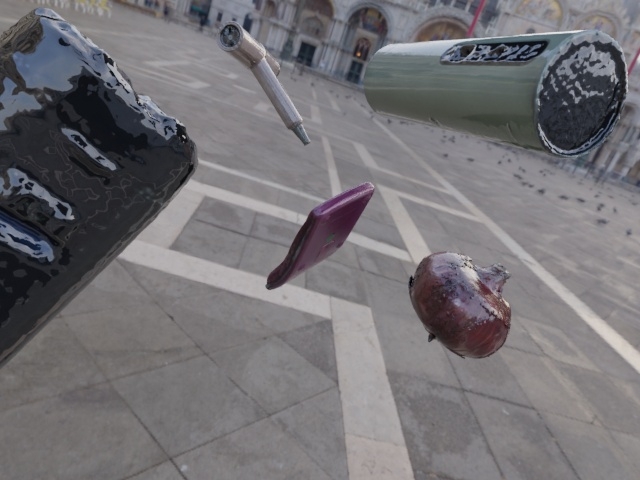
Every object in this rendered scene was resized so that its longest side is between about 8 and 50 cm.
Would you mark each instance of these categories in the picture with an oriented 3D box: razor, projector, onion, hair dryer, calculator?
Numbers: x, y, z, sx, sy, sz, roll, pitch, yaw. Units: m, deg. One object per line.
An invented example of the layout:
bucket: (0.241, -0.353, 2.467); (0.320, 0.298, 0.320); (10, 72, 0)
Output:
razor: (-0.267, -0.018, 0.391); (0.107, 0.327, 0.189); (27, -17, 53)
projector: (0.166, -0.176, 0.540); (0.108, 0.108, 0.337); (11, 15, -25)
onion: (0.317, 0.128, 1.023); (0.252, 0.219, 0.252); (47, 18, -20)
hair dryer: (-0.095, -0.280, 0.884); (0.221, 0.053, 0.195); (63, 15, 5)
calculator: (0.000, 0.000, 0.652); (0.126, 0.190, 0.034); (-28, 72, -40)
